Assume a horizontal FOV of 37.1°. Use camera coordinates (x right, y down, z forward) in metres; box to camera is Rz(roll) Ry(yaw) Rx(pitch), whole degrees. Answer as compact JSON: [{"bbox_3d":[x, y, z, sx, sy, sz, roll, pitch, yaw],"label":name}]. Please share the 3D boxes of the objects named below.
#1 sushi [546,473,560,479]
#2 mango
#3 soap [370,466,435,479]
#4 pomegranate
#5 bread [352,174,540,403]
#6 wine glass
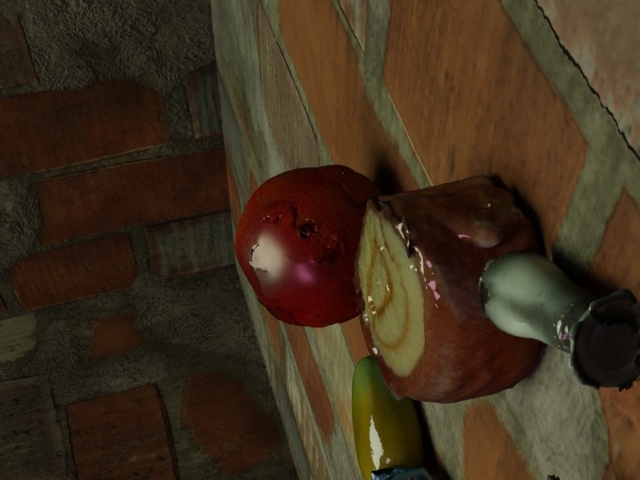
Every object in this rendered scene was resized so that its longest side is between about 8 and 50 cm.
[{"bbox_3d":[0.221,0.314,0.723,0.134,0.109,0.272,134,137,-82],"label":"sushi"},{"bbox_3d":[0.089,0.252,1.315,0.130,0.092,0.194,179,81,-79],"label":"mango"},{"bbox_3d":[0.153,0.402,1.155,0.293,0.077,0.156,-137,36,-62],"label":"soap"},{"bbox_3d":[0.000,0.000,1.204,0.235,0.210,0.210,-60,-36,-64],"label":"pomegranate"},{"bbox_3d":[0.112,0.041,0.862,0.244,0.123,0.190,94,159,-58],"label":"bread"},{"bbox_3d":[0.174,0.052,0.693,0.155,0.072,0.072,-141,40,-72],"label":"wine glass"}]
